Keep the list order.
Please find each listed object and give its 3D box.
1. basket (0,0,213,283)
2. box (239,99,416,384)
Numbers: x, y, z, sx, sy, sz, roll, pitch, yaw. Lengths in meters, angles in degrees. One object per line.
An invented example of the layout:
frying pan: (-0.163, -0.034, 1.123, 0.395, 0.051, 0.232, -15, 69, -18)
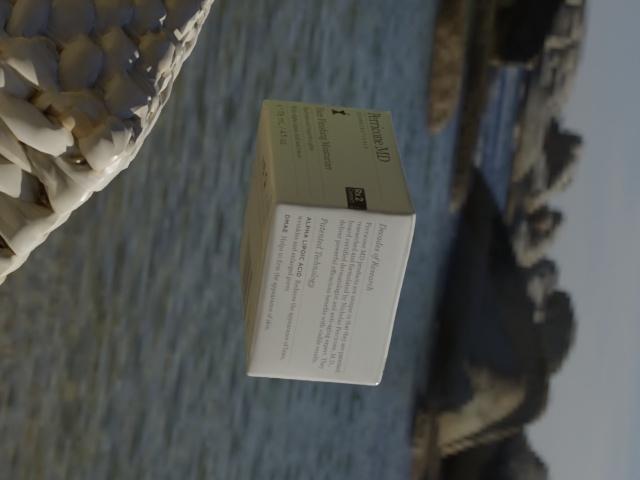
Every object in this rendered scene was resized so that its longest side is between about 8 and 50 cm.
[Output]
basket: (-0.247, -0.117, 0.731, 0.266, 0.328, 0.331, -39, -165, 19)
box: (0.000, 0.000, 1.359, 0.181, 0.119, 0.182, -99, -164, -57)
